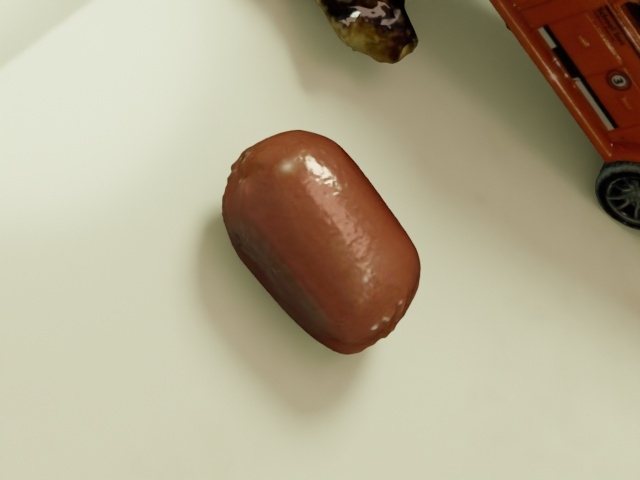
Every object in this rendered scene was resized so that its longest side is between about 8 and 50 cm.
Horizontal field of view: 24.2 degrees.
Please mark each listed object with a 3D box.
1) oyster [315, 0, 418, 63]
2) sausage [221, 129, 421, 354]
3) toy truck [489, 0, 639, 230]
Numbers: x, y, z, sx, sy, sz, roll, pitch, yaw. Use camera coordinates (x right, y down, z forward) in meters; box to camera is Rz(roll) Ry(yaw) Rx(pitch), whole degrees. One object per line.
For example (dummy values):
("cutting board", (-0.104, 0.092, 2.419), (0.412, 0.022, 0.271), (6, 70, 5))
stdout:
("oyster", (-0.020, -0.239, 0.695), (0.129, 0.078, 0.345), (-4, 67, -41))
("sausage", (0.000, 0.000, 0.595), (0.054, 0.059, 0.094), (-39, 94, -20))
("toy truck", (0.146, -0.117, 0.674), (0.252, 0.114, 0.107), (50, 52, -25))
